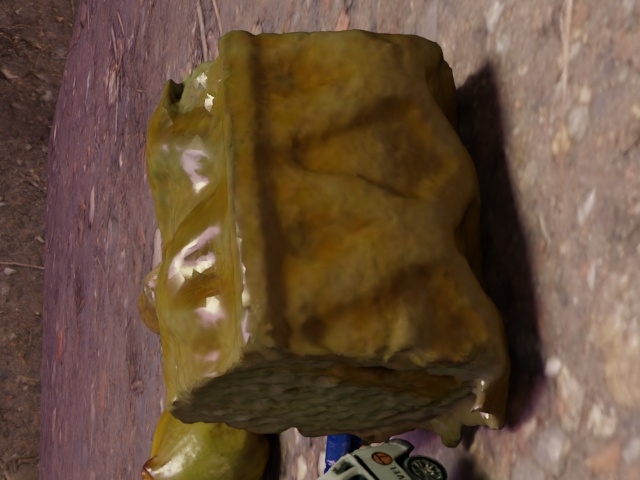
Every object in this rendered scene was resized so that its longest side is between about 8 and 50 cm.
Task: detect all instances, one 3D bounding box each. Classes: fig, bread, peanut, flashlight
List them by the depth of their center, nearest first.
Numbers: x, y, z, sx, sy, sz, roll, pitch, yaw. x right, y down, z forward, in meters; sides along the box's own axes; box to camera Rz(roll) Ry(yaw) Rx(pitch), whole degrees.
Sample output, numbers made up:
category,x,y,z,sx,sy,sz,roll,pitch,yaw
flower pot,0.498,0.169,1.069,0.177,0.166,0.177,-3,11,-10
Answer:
category,x,y,z,sx,sy,sz,roll,pitch,yaw
bread,-0.004,0.002,0.664,0.196,0.238,0.252,101,173,-68
flashlight,0.020,0.167,0.797,0.057,0.035,0.121,13,103,44
fig,-0.109,0.210,1.010,0.153,0.120,0.136,-74,-10,-75
peanut,-0.179,0.072,1.267,0.214,0.099,0.100,143,130,-69

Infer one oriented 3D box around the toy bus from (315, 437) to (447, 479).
category,x,y,z,sx,sy,sz,roll,pitch,yaw
toy bus,0.057,0.198,0.568,0.194,0.089,0.087,46,125,44
